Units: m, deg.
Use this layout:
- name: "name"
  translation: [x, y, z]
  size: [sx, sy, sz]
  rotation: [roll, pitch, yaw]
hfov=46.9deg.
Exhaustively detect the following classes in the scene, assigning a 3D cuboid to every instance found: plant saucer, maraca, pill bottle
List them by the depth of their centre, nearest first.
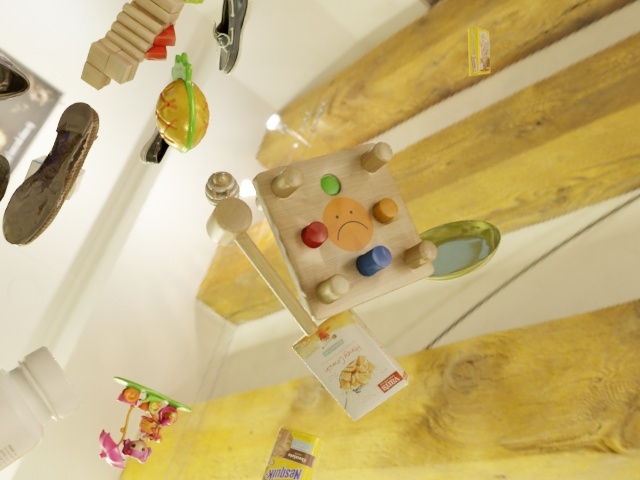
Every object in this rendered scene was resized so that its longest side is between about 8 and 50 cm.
- name: "pill bottle"
  translation: [-0.453, 0.248, 1.007]
  size: [0.229, 0.131, 0.131]
  rotation: [-33, -161, -23]
- name: "maraca"
  translation: [-0.260, -0.257, 1.389]
  size: [0.127, 0.099, 0.185]
  rotation: [14, -73, 58]
- name: "plant saucer"
  translation: [0.300, 0.029, 1.701]
  size: [0.241, 0.037, 0.241]
  rotation: [-18, -154, 9]

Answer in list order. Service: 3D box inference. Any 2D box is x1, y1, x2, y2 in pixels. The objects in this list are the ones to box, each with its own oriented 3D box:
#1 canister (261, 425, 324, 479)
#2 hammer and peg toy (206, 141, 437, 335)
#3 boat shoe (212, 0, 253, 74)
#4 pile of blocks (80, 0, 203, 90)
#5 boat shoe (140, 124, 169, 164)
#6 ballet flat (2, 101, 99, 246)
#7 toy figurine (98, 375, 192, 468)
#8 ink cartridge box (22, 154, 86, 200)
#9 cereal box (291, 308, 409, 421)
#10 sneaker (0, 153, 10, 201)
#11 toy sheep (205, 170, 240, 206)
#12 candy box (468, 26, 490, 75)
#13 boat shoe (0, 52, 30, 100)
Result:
- name: "canister"
  translation: [-0.071, 0.549, 1.789]
  size: [0.126, 0.073, 0.170]
  rotation: [9, -114, 28]
- name: "hammer and peg toy"
  translation: [0.000, 0.000, 1.183]
  size: [0.361, 0.266, 0.127]
  rotation: [-20, 172, -32]
- name: "boat shoe"
  translation: [-0.245, -0.559, 1.971]
  size: [0.095, 0.079, 0.254]
  rotation: [63, -35, 35]
- name: "pile of blocks"
  translation: [-0.305, -0.421, 1.420]
  size: [0.362, 0.113, 0.149]
  rotation: [-54, 177, -1]
- name: "boat shoe"
  translation: [-0.326, -0.211, 1.539]
  size: [0.040, 0.049, 0.142]
  rotation: [13, -121, 18]
- name: "ballet flat"
  translation: [-0.404, -0.098, 1.132]
  size: [0.084, 0.058, 0.250]
  rotation: [14, -110, 14]
- name: "toy figurine"
  translation: [-0.365, 0.377, 1.469]
  size: [0.130, 0.173, 0.159]
  rotation: [-25, -139, 64]
- name: "ink cartridge box"
  translation: [-0.607, -0.149, 1.702]
  size: [0.181, 0.104, 0.061]
  rotation: [-133, -115, -75]
- name: "cereal box"
  translation: [0.072, 0.291, 1.762]
  size: [0.173, 0.240, 0.047]
  rotation: [-40, -179, 19]
- name: "sneaker"
  translation: [-0.610, -0.075, 1.214]
  size: [0.090, 0.145, 0.270]
  rotation: [-24, 155, -53]
- name: "toy sheep"
  translation: [-0.229, -0.111, 1.729]
  size: [0.132, 0.091, 0.091]
  rotation: [95, 7, -53]
- name: "candy box"
  translation: [0.374, -0.443, 1.733]
  size: [0.027, 0.105, 0.206]
  rotation: [-2, -167, 20]
- name: "boat shoe"
  translation: [-0.568, -0.260, 1.103]
  size: [0.092, 0.285, 0.103]
  rotation: [18, -79, 28]
